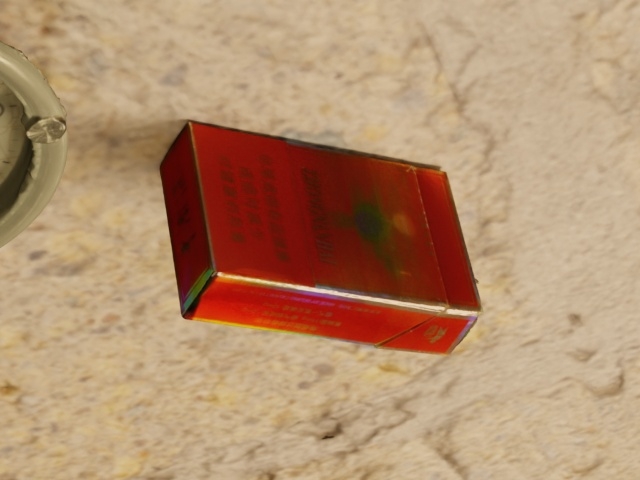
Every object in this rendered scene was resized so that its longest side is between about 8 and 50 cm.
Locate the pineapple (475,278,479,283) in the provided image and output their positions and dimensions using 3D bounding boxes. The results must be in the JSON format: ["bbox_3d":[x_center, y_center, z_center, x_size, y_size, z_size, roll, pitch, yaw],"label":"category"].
[{"bbox_3d":[0.060,0.023,1.212,0.083,0.019,0.045,-5,146,-6],"label":"pineapple"}]

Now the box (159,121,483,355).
[{"bbox_3d":[0.000,0.001,1.087,0.175,0.112,0.048,10,138,-26],"label":"box"}]

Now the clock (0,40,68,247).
[{"bbox_3d":[-0.250,-0.054,0.986,0.236,0.053,0.236,-9,146,-6],"label":"clock"}]
